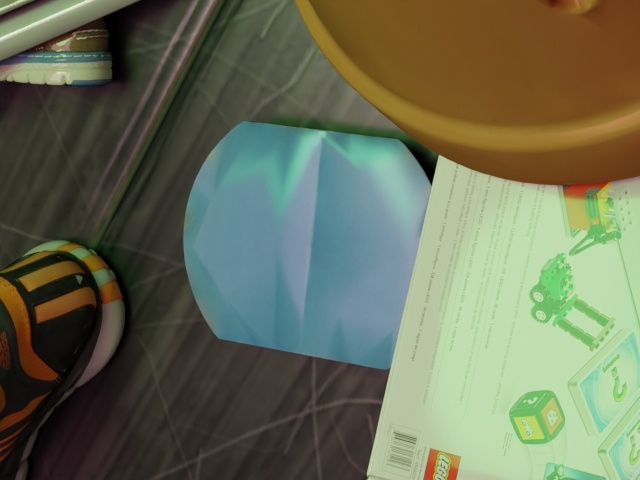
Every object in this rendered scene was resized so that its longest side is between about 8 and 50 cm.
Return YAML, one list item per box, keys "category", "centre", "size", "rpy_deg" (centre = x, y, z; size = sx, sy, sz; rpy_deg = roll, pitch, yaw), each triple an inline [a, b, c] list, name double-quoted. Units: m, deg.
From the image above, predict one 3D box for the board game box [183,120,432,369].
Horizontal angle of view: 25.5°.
- category: "board game box"
  centre: [0.000, 0.000, 0.837]
  size: [0.168, 0.033, 0.133]
  rpy_deg: [8, 99, 23]

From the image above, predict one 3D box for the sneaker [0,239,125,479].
- category: "sneaker"
  centre: [-0.273, 0.131, 0.931]
  size: [0.124, 0.180, 0.321]
  rpy_deg: [42, 117, 16]

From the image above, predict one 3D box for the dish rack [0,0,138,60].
- category: "dish rack"
  centre: [-0.210, -0.233, 0.742]
  size: [0.285, 0.333, 0.072]
  rpy_deg: [-22, 54, 8]

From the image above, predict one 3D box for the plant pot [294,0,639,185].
- category: "plant pot"
  centre: [0.084, -0.186, 0.602]
  size: [0.290, 0.203, 0.291]
  rpy_deg: [-6, 77, 26]

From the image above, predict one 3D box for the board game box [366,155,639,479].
- category: "board game box"
  centre: [0.147, -0.008, 0.684]
  size: [0.193, 0.053, 0.305]
  rpy_deg: [12, 87, 28]

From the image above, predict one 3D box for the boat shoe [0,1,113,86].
- category: "boat shoe"
  centre: [-0.215, -0.137, 0.918]
  size: [0.183, 0.066, 0.066]
  rpy_deg: [5, 98, 19]
